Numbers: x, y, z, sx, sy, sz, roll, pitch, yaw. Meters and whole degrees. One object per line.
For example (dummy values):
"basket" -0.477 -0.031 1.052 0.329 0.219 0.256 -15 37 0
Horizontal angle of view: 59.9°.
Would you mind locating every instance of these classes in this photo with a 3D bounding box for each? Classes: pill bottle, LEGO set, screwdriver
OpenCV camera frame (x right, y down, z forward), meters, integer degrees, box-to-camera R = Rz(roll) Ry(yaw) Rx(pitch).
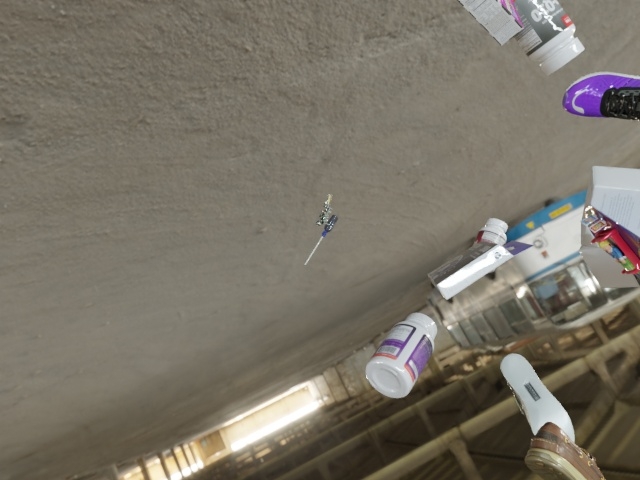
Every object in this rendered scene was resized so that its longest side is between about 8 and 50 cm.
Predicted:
"pill bottle" 0.189 0.250 1.245 0.108 0.108 0.193 -41 -179 46
"LEGO set" 0.011 -0.049 0.999 0.083 0.024 0.054 128 -17 -79
"screwdriver" 0.000 0.000 1.596 0.169 0.024 0.025 -58 -170 -3
"pill bottle" 0.706 -0.685 1.780 0.161 0.283 0.161 -37 -178 2
"pill bottle" 0.508 0.014 1.675 0.086 0.086 0.151 98 18 -74

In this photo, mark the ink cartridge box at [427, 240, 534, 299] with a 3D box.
"ink cartridge box" 0.338 0.045 1.207 0.208 0.045 0.206 -32 179 6

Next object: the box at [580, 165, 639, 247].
"box" 0.578 -0.055 1.013 0.171 0.130 0.091 9 -145 20

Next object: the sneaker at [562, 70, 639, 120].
"sneaker" 0.735 -0.331 1.308 0.294 0.102 0.146 0 -150 4

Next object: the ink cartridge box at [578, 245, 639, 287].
"ink cartridge box" 1.041 -0.002 1.663 0.286 0.166 0.395 -35 -174 -20

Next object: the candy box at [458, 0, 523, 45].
"candy box" 0.394 -0.613 1.377 0.233 0.159 0.071 33 129 -27

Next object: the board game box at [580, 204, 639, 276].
"board game box" 0.496 0.017 0.936 0.033 0.168 0.133 -37 129 3

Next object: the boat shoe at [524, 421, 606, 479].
"boat shoe" 0.326 0.292 0.696 0.064 0.178 0.060 -15 -142 53

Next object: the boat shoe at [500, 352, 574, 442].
"boat shoe" 0.454 0.338 1.164 0.078 0.219 0.070 -28 160 8
